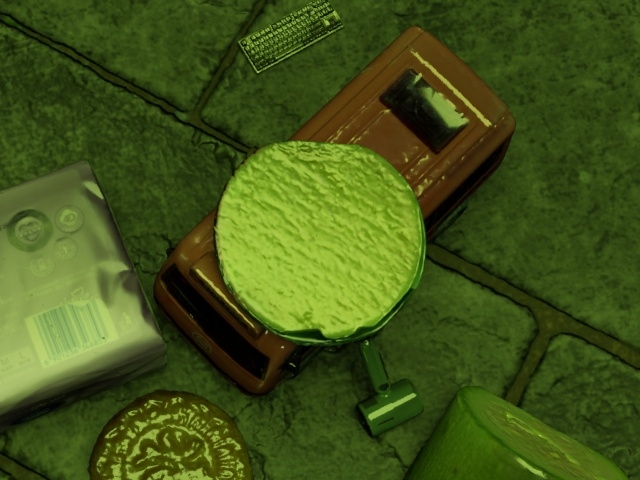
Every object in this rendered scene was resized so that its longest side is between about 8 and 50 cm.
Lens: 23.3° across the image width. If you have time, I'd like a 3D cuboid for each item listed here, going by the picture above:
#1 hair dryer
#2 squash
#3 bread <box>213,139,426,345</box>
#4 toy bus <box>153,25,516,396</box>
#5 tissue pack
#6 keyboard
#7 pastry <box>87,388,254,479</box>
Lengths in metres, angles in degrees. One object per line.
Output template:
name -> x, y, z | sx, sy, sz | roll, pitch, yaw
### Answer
hair dryer -> 0.065, 0.152, 1.781 | 0.071, 0.047, 0.150 | -27, 119, -13
squash -> 0.181, 0.363, 1.766 | 0.233, 0.210, 0.309 | 28, 103, 1
bread -> 0.000, 0.000, 1.621 | 0.228, 0.033, 0.229 | 2, 75, -6
toy bus -> 0.017, -0.031, 1.765 | 0.203, 0.233, 0.427 | 44, 75, 6
tissue pack -> -0.369, 0.088, 1.736 | 0.338, 0.160, 0.242 | -21, 77, -9
keyboard -> -0.036, -0.257, 1.932 | 0.129, 0.015, 0.049 | -29, 80, -12
pastry -> -0.167, 0.259, 1.737 | 0.188, 0.103, 0.189 | 1, 74, -5
